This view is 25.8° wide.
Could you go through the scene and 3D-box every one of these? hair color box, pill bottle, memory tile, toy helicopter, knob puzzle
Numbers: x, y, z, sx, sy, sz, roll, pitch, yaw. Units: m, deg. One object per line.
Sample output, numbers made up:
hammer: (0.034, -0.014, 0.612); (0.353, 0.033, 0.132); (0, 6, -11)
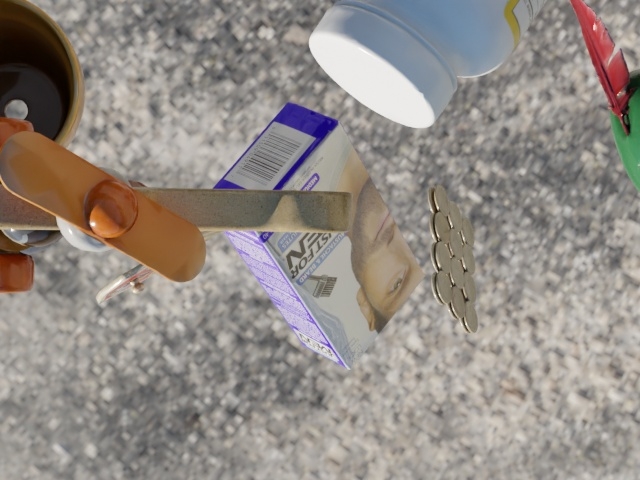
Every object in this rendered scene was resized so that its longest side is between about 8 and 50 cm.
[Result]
hair color box: (0.000, 0.000, 1.878); (0.110, 0.185, 0.339); (26, 158, 39)
pill bottle: (0.138, -0.281, 1.329); (0.188, 0.334, 0.188); (33, 168, 8)
memory tile: (0.148, 0.021, 1.557); (0.012, 0.148, 0.113); (-14, 147, 25)
toy helicopter: (-0.141, -0.029, 1.090); (0.235, 0.355, 0.140); (175, 95, -75)
knob puzzle: (-0.245, 0.048, 2.037); (0.213, 0.213, 0.030); (-32, 88, 43)

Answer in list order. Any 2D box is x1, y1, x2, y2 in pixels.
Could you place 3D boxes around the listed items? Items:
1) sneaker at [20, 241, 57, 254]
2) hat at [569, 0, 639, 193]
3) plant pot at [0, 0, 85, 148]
sneaker: (-0.355, -0.092, 1.169); (0.319, 0.112, 0.131); (24, 150, -4)
hat: (0.268, -0.118, 1.265); (0.183, 0.173, 0.209); (22, 91, 30)
plant pot: (-0.357, -0.157, 1.555); (0.205, 0.205, 0.188); (38, 177, 1)
